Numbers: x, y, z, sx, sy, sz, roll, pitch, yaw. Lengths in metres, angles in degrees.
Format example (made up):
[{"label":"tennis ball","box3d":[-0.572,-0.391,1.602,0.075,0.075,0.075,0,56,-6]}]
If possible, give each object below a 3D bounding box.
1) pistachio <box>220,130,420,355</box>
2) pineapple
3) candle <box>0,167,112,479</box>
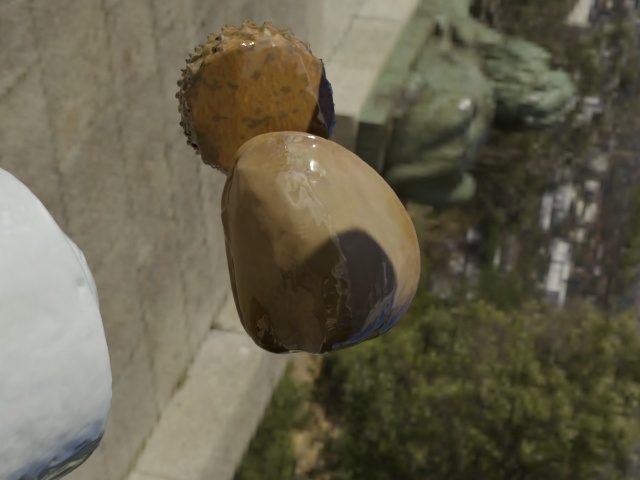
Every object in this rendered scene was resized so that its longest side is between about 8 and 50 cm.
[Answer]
[{"label":"pistachio","box3d":[0.000,0.000,1.535,0.163,0.212,0.261,-139,-145,-63]},{"label":"pineapple","box3d":[-0.093,-0.199,1.825,0.362,0.202,0.202,-114,-152,-73]},{"label":"candle","box3d":[-0.248,0.071,0.765,0.342,0.221,0.221,-29,130,-40]}]
